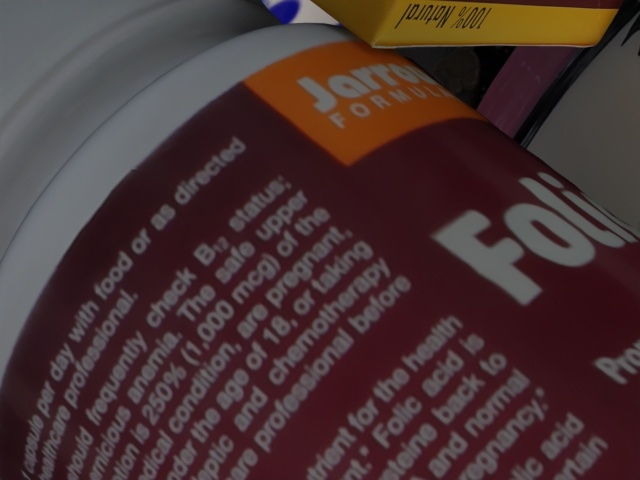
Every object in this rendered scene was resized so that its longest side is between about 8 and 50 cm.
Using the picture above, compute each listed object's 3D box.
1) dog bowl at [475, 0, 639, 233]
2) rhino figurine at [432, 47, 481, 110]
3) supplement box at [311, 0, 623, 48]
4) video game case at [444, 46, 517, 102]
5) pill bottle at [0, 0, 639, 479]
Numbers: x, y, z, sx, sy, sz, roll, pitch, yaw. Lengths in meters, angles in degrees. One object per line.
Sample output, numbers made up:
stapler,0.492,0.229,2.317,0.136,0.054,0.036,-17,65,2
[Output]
dog bowl,0.236,-0.034,0.848,0.408,0.150,0.408,-30,147,-22
rhino figurine,0.000,0.000,0.828,0.243,0.073,0.106,-46,153,-5
supplement box,0.069,-0.190,0.598,0.191,0.129,0.194,-11,135,-55
video game case,0.156,-0.086,0.921,0.190,0.022,0.173,-4,136,-18
pill bottle,0.018,0.063,0.557,0.224,0.392,0.224,-39,154,-23
